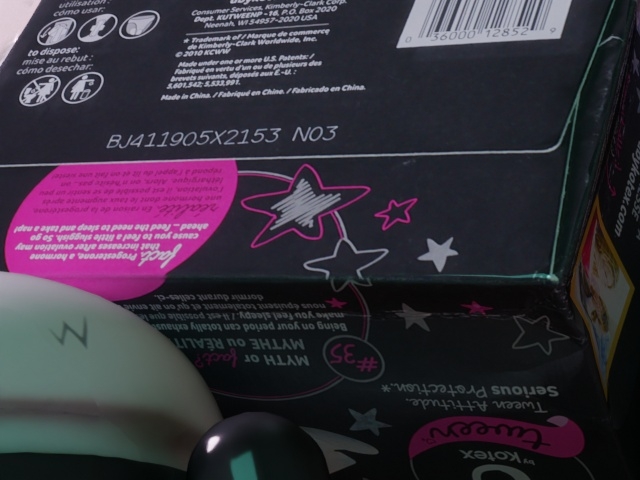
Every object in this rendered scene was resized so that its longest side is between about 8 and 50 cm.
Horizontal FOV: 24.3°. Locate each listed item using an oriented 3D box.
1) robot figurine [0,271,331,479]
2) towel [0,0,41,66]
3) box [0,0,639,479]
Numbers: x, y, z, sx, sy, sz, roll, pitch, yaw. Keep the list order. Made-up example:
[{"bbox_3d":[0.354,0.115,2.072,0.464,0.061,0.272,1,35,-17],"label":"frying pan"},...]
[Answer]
[{"bbox_3d":[-0.092,0.144,0.402,0.209,0.173,0.278,-7,61,-7],"label":"robot figurine"},{"bbox_3d":[-0.266,-0.046,0.790,0.332,0.053,0.317,-38,44,-10],"label":"towel"},{"bbox_3d":[0.000,0.000,0.540,0.247,0.142,0.163,0,48,26],"label":"box"}]
